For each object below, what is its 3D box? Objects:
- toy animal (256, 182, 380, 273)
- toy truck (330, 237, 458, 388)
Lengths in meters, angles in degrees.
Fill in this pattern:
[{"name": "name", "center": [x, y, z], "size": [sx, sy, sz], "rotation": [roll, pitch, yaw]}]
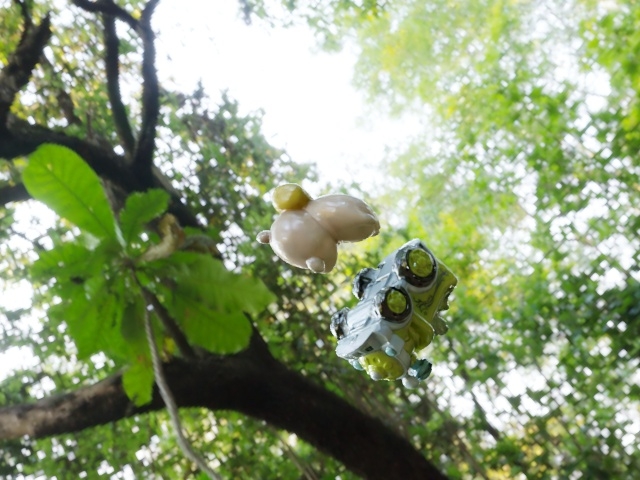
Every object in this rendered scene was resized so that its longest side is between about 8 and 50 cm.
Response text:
[{"name": "toy animal", "center": [0.000, 0.000, 0.865], "size": [0.091, 0.114, 0.082], "rotation": [69, -144, -56]}, {"name": "toy truck", "center": [0.061, 0.060, 0.673], "size": [0.076, 0.077, 0.111], "rotation": [-32, 23, 54]}]
